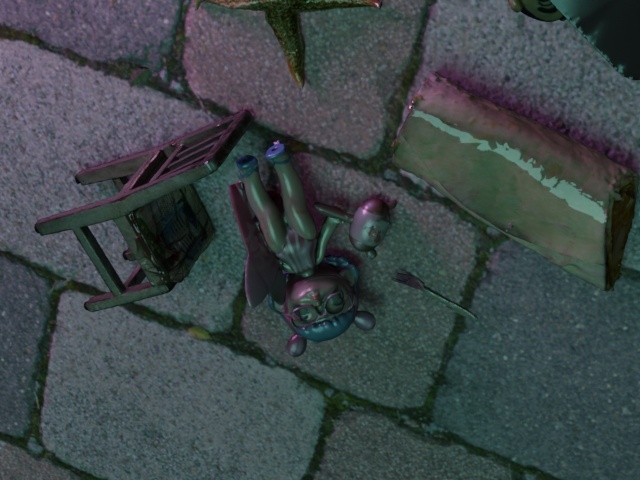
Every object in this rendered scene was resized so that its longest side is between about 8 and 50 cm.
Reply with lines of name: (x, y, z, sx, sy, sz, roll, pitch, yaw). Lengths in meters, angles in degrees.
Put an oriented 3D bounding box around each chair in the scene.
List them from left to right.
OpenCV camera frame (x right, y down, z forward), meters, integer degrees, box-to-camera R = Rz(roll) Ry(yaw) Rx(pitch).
chair: (-0.180, -0.029, 1.744, 0.270, 0.136, 0.147, -16, 115, 28)

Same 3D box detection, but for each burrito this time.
burrito: (0.222, -0.066, 1.582, 0.299, 0.105, 0.143, 30, 137, 0)

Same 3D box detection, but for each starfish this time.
starfish: (-0.042, -0.263, 1.599, 0.224, 0.050, 0.216, -1, 129, 28)

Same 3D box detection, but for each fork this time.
fork: (0.137, 0.067, 1.760, 0.115, 0.012, 0.016, 27, 131, -3)

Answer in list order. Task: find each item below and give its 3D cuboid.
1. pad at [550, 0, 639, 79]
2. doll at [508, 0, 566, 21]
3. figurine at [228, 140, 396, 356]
pad: (0.341, -0.293, 1.389, 0.181, 0.004, 0.267, 44, 106, -9)
doll: (0.198, -0.290, 1.460, 0.179, 0.102, 0.089, 54, 167, -21)
figurine: (-0.009, -0.002, 1.732, 0.205, 0.103, 0.260, -25, 113, -6)
